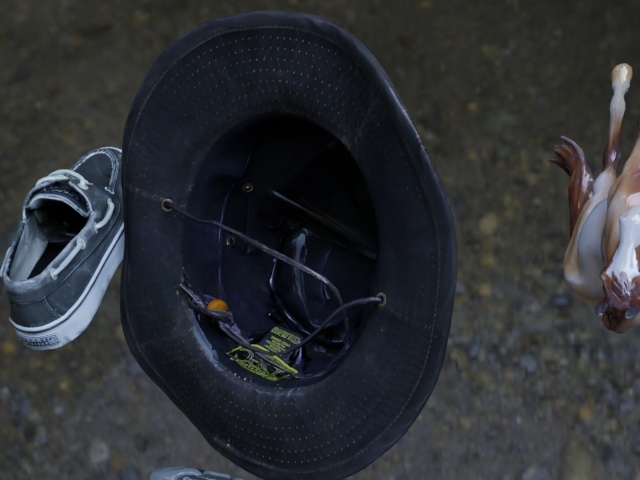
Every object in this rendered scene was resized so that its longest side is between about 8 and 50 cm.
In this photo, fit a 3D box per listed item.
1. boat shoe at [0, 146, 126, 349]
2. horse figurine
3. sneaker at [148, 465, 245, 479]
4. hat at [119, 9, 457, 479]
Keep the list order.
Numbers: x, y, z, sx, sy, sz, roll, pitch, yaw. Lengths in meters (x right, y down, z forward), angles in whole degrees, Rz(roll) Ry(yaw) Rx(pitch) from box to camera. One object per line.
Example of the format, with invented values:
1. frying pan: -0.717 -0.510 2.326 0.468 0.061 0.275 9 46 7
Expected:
1. boat shoe: -0.184 -0.015 1.222 0.078 0.070 0.219 -7 36 13
2. horse figurine: 0.177 -0.023 0.923 0.066 0.263 0.174 13 83 -1
3. sneaker: -0.072 0.304 1.576 0.101 0.267 0.106 -5 55 44
4. hat: 0.000 0.000 1.166 0.331 0.331 0.134 32 27 31
